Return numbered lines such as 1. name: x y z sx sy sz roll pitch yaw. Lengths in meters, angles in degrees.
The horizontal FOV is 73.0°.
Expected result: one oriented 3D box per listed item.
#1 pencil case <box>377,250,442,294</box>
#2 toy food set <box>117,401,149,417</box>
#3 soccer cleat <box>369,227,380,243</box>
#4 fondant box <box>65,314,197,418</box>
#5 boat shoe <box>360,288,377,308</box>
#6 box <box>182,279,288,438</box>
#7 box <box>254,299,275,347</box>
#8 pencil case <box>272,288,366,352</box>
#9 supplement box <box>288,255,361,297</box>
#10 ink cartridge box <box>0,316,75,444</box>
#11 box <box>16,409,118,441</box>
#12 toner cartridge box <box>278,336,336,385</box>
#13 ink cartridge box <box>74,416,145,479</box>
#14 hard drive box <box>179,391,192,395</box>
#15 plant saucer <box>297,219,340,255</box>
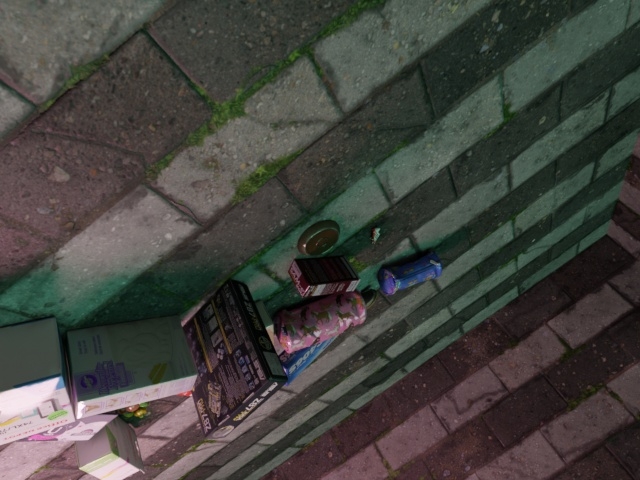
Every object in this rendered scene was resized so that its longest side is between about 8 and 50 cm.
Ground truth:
1. pencil case: 0.407 0.143 1.927 0.306 0.119 0.133 -17 171 -23
2. toy food set: -0.731 0.637 1.659 0.128 0.071 0.218 -25 144 -12
3. soccer cleat: 0.212 -0.018 1.663 0.036 0.029 0.083 -17 138 -15
4. fondant box: -0.573 0.369 1.318 0.330 0.238 0.096 -4 136 -35
5. boat shoe: 0.166 0.291 1.956 0.207 0.073 0.073 -44 146 14
6. box: -0.305 0.375 1.403 0.318 0.395 0.097 -44 142 14
7. box: -0.264 0.384 1.682 0.148 0.121 0.311 -21 144 -19
8. pencil case: 0.003 0.323 1.790 0.386 0.160 0.167 -17 139 -21
9. supplement box: 0.016 0.130 1.596 0.239 0.130 0.073 -2 134 -36
10. ink cartridge box: -0.808 0.385 1.187 0.198 0.197 0.270 -11 139 -28
11. box: -0.832 0.557 1.422 0.163 0.142 0.247 -40 144 9
12. toner cartridge box: -0.049 0.460 1.885 0.348 0.075 0.165 -39 152 -31
13. ink cartridge box: -0.810 0.796 1.666 0.119 0.207 0.353 -24 143 -16
14. hard drive box: -0.485 0.488 1.661 0.232 0.089 0.181 -41 144 11
15. plant saucer: 0.000 0.000 1.517 0.168 0.029 0.168 -21 144 -16
